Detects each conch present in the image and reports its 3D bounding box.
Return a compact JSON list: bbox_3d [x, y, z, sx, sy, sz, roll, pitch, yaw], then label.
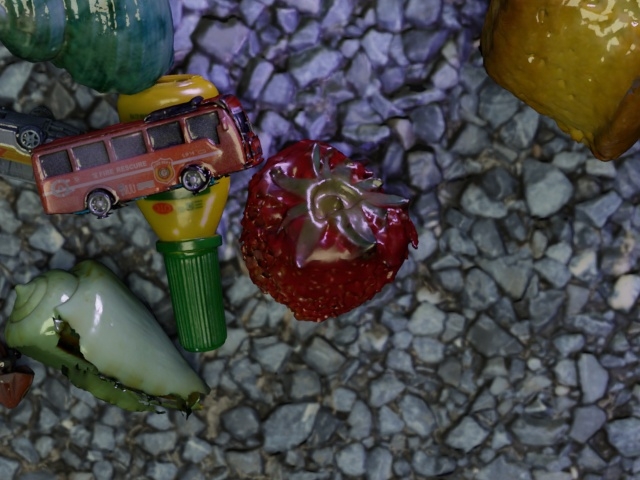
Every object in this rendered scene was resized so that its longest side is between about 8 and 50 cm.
[{"bbox_3d":[-0.259,-0.246,1.636,0.202,0.134,0.196,-15,71,-10],"label":"conch"},{"bbox_3d":[-0.230,0.124,1.741,0.250,0.143,0.137,44,62,-6],"label":"conch"}]

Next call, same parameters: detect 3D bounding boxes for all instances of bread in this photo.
[{"bbox_3d":[0.275,-0.255,1.533,0.204,0.358,0.336,17,103,0],"label":"bread"}]

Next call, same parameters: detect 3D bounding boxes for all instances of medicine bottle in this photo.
[{"bbox_3d":[-0.147,-0.028,1.740,0.111,0.076,0.308,-4,107,10],"label":"medicine bottle"}]

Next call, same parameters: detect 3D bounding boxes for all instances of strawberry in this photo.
[{"bbox_3d":[0.000,0.000,1.709,0.187,0.184,0.201,14,135,-9],"label":"strawberry"}]

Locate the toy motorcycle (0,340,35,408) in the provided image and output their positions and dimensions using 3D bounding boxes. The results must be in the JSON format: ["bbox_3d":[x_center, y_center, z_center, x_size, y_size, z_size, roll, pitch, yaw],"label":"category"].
[{"bbox_3d":[-0.391,0.111,1.777,0.118,0.084,0.212,-16,93,6],"label":"toy motorcycle"}]

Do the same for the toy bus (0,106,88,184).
[{"bbox_3d":[-0.351,-0.110,1.723,0.191,0.064,0.075,11,118,-3],"label":"toy bus"}]

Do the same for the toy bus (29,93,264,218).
[{"bbox_3d":[-0.180,-0.084,1.649,0.235,0.073,0.096,-15,99,11],"label":"toy bus"}]
